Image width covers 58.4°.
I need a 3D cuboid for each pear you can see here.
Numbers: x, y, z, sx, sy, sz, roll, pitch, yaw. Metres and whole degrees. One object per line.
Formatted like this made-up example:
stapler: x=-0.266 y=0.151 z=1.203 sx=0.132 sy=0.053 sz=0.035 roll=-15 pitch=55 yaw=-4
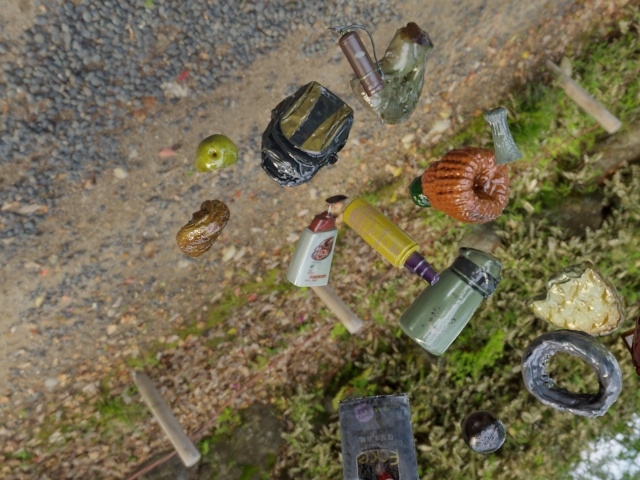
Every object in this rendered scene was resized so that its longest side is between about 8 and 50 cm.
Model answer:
pear: x=-0.324 y=-0.272 z=1.754 sx=0.140 sy=0.104 sz=0.141 roll=-13 pitch=-167 yaw=3

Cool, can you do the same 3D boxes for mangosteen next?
mangosteen: x=0.550 y=0.646 z=1.954 sx=0.152 sy=0.152 sz=0.152 roll=-35 pitch=160 yaw=-15

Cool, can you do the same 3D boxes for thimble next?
thimble: x=0.633 y=0.337 z=1.450 sx=0.205 sy=0.236 sz=0.172 roll=-56 pitch=155 yaw=15

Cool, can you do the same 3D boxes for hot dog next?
hot dog: x=-0.333 y=-0.033 z=1.632 sx=0.160 sy=0.099 sz=0.227 roll=-53 pitch=-178 yaw=-37

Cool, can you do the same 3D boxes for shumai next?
shumai: x=0.277 y=-0.556 z=1.929 sx=0.283 sy=0.217 sz=0.346 roll=-42 pitch=161 yaw=28

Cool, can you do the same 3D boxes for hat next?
hat: x=0.467 y=-0.218 z=2.054 sx=0.285 sy=0.400 sz=0.286 roll=-10 pitch=110 yaw=-31

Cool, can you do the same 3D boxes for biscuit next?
biscuit: x=0.869 y=0.202 z=1.987 sx=0.334 sy=0.329 sz=0.078 roll=-3 pitch=-146 yaw=42

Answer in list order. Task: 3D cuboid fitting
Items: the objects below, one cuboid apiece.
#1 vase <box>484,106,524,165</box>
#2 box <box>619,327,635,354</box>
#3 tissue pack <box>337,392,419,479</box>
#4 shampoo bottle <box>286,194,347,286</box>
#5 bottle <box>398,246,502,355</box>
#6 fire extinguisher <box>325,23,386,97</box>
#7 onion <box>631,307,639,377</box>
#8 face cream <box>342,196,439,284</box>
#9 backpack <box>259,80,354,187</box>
vase: x=0.497 y=-0.288 z=1.567 sx=0.081 sy=0.149 sz=0.081 roll=-19 pitch=-168 yaw=4
box: x=0.854 y=0.194 z=1.343 sx=0.153 sy=0.074 sz=0.240 roll=-9 pitch=158 yaw=-24
tissue pack: x=0.200 y=0.724 z=1.964 sx=0.259 sy=0.362 sz=0.122 roll=-8 pitch=149 yaw=9
shampoo bottle: x=0.000 y=0.000 z=1.674 sx=0.153 sy=0.071 sz=0.284 roll=0 pitch=117 yaw=-46
bottle: x=0.399 y=0.169 z=1.717 sx=0.347 sy=0.168 sz=0.168 roll=-51 pitch=160 yaw=5
fire extinguisher: x=0.082 y=-0.371 z=1.147 sx=0.078 sy=0.157 sz=0.045 roll=-34 pitch=-170 yaw=-12
onion: x=0.721 y=0.201 z=1.073 sx=0.219 sy=0.252 sz=0.252 roll=3 pitch=136 yaw=-41
face cream: x=0.169 y=0.006 z=1.343 sx=0.078 sy=0.273 sz=0.078 roll=-36 pitch=152 yaw=-23
backpack: x=-0.046 y=-0.249 z=1.415 sx=0.258 sy=0.206 sz=0.133 roll=-54 pitch=177 yaw=-25
